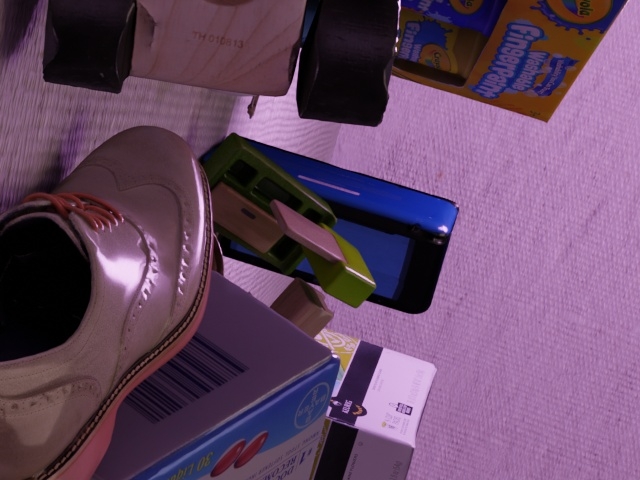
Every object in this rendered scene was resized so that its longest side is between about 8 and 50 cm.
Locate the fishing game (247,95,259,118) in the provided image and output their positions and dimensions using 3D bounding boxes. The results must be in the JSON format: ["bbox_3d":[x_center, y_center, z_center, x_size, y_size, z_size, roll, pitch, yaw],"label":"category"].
[{"bbox_3d":[-0.064,-0.282,1.992,0.189,0.041,0.264,-79,176,-58],"label":"fishing game"}]

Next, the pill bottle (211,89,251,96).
[{"bbox_3d":[-0.074,-0.221,1.765,0.086,0.086,0.152,-64,169,-66],"label":"pill bottle"}]

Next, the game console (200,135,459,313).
[{"bbox_3d":[0.000,0.000,2.177,0.250,0.293,0.173,-55,161,-76],"label":"game console"}]

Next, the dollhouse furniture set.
[{"bbox_3d":[-0.113,0.075,1.952,0.301,0.151,0.197,-48,-147,14],"label":"dollhouse furniture set"}]

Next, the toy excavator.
[{"bbox_3d":[-0.041,-0.359,1.183,0.433,0.222,0.445,102,-7,-46],"label":"toy excavator"}]

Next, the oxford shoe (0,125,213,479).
[{"bbox_3d":[-0.160,0.020,1.279,0.397,0.140,0.147,-72,169,-51],"label":"oxford shoe"}]

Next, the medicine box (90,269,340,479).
[{"bbox_3d":[-0.143,0.212,1.469,0.263,0.149,0.289,-29,142,-45],"label":"medicine box"}]

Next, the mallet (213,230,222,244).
[{"bbox_3d":[-0.135,-0.002,2.208,0.190,0.039,0.062,128,-24,-89],"label":"mallet"}]

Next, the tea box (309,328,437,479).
[{"bbox_3d":[-0.039,0.260,2.461,0.329,0.323,0.220,-61,168,-74],"label":"tea box"}]

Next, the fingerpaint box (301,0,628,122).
[{"bbox_3d":[0.150,-0.321,2.111,0.445,0.371,0.163,114,-7,-73],"label":"fingerpaint box"}]

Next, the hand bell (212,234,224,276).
[{"bbox_3d":[-0.168,0.045,1.668,0.242,0.126,0.126,139,-31,-74],"label":"hand bell"}]
